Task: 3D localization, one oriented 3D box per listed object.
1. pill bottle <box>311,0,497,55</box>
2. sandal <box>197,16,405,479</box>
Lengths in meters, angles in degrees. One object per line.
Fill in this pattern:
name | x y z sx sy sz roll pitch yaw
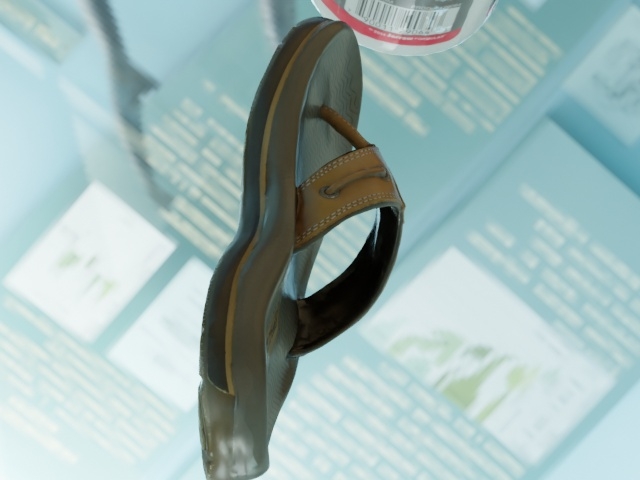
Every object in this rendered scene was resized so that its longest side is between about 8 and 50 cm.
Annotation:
pill bottle | 0.088 -0.288 1.303 0.176 0.176 0.318 43 159 10
sandal | 0.000 0.000 0.640 0.060 0.090 0.219 3 -142 9
